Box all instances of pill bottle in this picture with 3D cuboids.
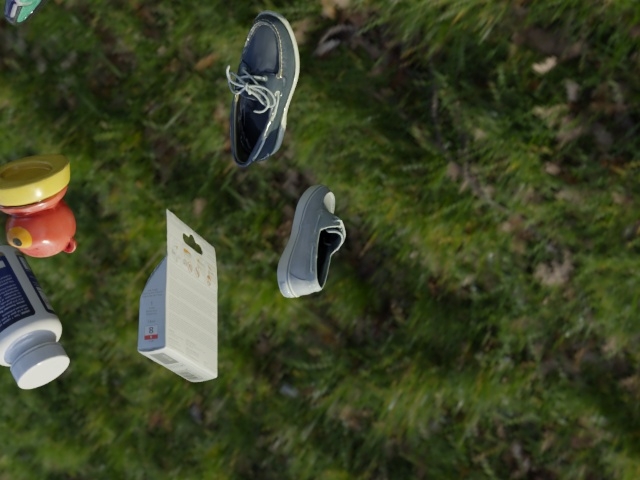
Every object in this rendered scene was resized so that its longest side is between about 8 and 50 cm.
[{"bbox_3d":[-0.383,0.098,1.534,0.169,0.094,0.094,56,145,21],"label":"pill bottle"}]

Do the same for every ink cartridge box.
[{"bbox_3d":[-0.175,0.070,1.509,0.045,0.179,0.145,-12,155,17],"label":"ink cartridge box"}]

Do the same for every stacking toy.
[{"bbox_3d":[-0.517,-0.018,1.726,0.309,0.279,0.130,9,122,38],"label":"stacking toy"}]

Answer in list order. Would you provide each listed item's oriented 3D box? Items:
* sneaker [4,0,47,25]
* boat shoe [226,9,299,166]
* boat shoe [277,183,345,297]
[{"bbox_3d":[-0.413,-0.416,1.723,0.098,0.083,0.223,35,117,7],"label":"sneaker"},{"bbox_3d":[-0.099,-0.232,1.905,0.095,0.079,0.254,28,128,18],"label":"boat shoe"},{"bbox_3d":[0.000,0.000,1.920,0.081,0.227,0.079,-3,134,23],"label":"boat shoe"}]
